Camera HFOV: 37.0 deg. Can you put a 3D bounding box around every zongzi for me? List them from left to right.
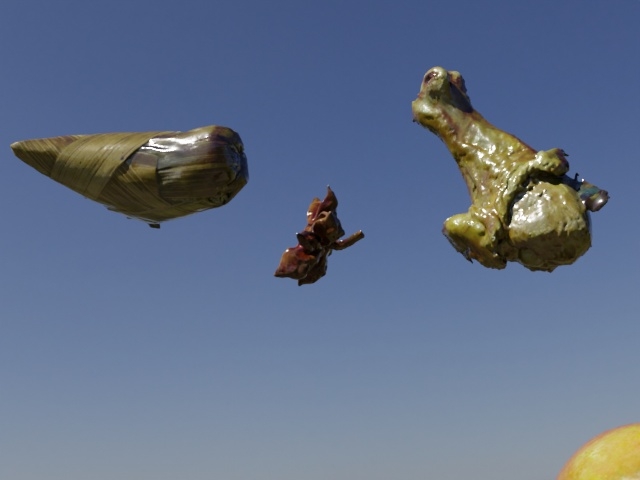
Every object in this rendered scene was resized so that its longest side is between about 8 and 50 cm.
[{"bbox_3d":[-0.285,-0.122,1.448,0.288,0.134,0.286,22,-24,-39],"label":"zongzi"}]

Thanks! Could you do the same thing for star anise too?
[{"bbox_3d":[-0.006,0.002,1.813,0.111,0.196,0.212,37,2,-11],"label":"star anise"}]

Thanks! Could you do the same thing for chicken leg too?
[{"bbox_3d":[0.249,-0.081,1.413,0.211,0.361,0.140,-50,-32,7],"label":"chicken leg"}]

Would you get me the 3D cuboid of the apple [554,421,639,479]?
[{"bbox_3d":[0.421,0.386,1.122,0.339,0.340,0.339,-4,-17,-1],"label":"apple"}]
